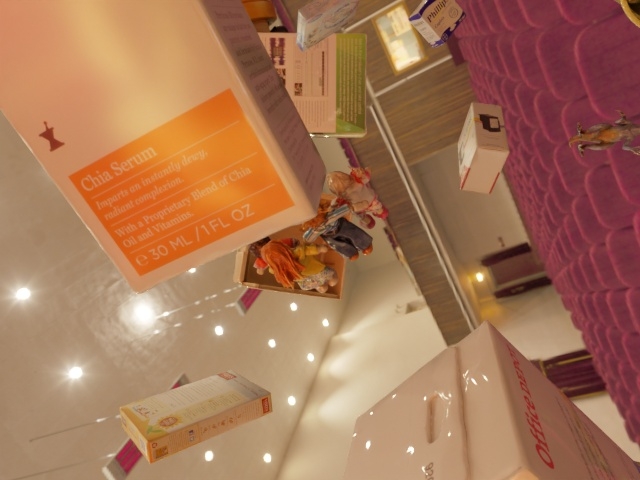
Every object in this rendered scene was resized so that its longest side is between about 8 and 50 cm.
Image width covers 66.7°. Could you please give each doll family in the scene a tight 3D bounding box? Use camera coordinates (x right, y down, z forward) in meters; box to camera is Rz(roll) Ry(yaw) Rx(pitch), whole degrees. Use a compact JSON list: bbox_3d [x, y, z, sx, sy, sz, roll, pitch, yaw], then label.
[{"bbox_3d":[0.000,0.000,0.774,0.163,0.263,0.118,35,-158,-46],"label":"doll family"}]

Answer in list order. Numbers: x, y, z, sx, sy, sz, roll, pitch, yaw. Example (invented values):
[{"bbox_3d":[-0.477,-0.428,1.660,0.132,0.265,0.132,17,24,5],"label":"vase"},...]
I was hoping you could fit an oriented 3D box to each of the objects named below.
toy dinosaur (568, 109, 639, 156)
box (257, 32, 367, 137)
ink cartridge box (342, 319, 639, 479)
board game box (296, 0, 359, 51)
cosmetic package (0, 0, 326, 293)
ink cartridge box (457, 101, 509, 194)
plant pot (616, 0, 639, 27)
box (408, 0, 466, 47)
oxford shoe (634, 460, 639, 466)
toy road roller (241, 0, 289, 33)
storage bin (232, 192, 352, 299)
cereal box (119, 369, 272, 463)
[{"bbox_3d":[0.328,-0.125,0.535,0.090,0.082,0.047,-69,-36,-67],"label":"toy dinosaur"},{"bbox_3d":[-0.053,-0.360,1.135,0.058,0.322,0.232,-89,-1,-88],"label":"box"},{"bbox_3d":[0.151,0.220,0.370,0.233,0.168,0.171,44,-159,-5],"label":"ink cartridge box"},{"bbox_3d":[0.010,-0.301,0.650,0.020,0.090,0.090,56,174,-1],"label":"board game box"},{"bbox_3d":[-0.195,-0.197,0.490,0.453,0.230,0.161,61,-164,-19],"label":"cosmetic package"},{"bbox_3d":[0.369,-0.214,1.118,0.127,0.072,0.175,95,-176,-49],"label":"ink cartridge box"},{"bbox_3d":[0.784,-0.633,1.113,0.276,0.276,0.254,59,-159,-23],"label":"plant pot"},{"bbox_3d":[0.386,-0.739,1.607,0.137,0.126,0.072,39,176,-18],"label":"box"},{"bbox_3d":[0.381,0.367,0.762,0.130,0.348,0.123,-49,-59,-28],"label":"oxford shoe"},{"bbox_3d":[-0.226,-0.560,1.287,0.329,0.202,0.240,17,123,64],"label":"toy road roller"},{"bbox_3d":[-0.068,0.003,1.247,0.260,0.123,0.262,11,-96,-29],"label":"storage bin"},{"bbox_3d":[-0.236,0.323,0.927,0.240,0.173,0.047,-10,-81,-36],"label":"cereal box"}]
